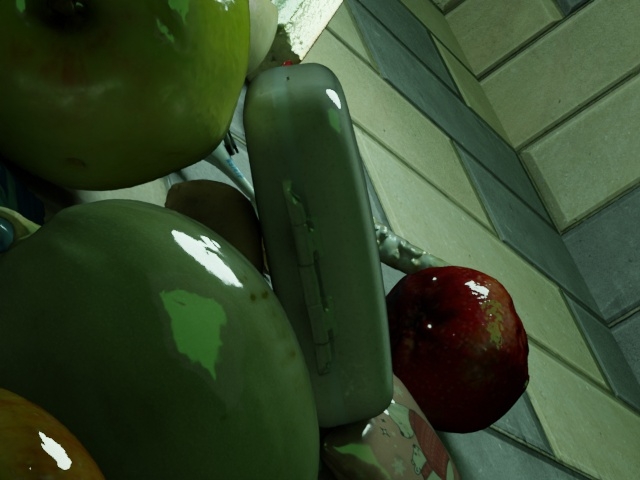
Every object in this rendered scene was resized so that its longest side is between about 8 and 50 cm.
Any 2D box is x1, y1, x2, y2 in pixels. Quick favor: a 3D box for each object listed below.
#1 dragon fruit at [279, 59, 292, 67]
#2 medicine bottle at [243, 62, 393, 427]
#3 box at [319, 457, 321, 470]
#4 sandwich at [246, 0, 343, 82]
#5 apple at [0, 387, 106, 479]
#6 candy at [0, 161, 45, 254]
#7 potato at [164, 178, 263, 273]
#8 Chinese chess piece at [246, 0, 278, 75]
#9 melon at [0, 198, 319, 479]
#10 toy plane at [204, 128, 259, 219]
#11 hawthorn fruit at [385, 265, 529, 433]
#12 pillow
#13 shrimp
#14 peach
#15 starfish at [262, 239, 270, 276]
[{"bbox_3d":[-0.061,-0.177,1.696,0.106,0.083,0.162,-46,119,-52],"label":"dragon fruit"},{"bbox_3d":[0.000,0.000,1.244,0.282,0.123,0.375,-102,180,-72],"label":"medicine bottle"},{"bbox_3d":[-0.048,0.193,1.182,0.091,0.031,0.126,22,36,-58],"label":"box"},{"bbox_3d":[-0.052,-0.357,1.784,0.108,0.220,0.186,47,21,-26],"label":"sandwich"},{"bbox_3d":[-0.197,0.193,0.582,0.235,0.210,0.173,-63,148,-34],"label":"apple"},{"bbox_3d":[-0.328,-0.054,0.873,0.331,0.077,0.187,38,19,-42],"label":"candy"},{"bbox_3d":[-0.113,-0.001,1.243,0.112,0.112,0.147,5,62,-66],"label":"potato"},{"bbox_3d":[-0.183,-0.297,1.386,0.270,0.112,0.270,29,2,-1],"label":"Chinese chess piece"},{"bbox_3d":[-0.132,0.113,0.792,0.272,0.272,0.308,-84,156,-62],"label":"melon"},{"bbox_3d":[-0.144,-0.118,1.402,0.182,0.107,0.273,20,-33,57],"label":"toy plane"},{"bbox_3d":[0.184,0.165,1.544,0.230,0.210,0.266,55,-2,46],"label":"hawthorn fruit"},{"bbox_3d":[0.094,0.267,1.318,0.223,0.084,0.236,54,23,-6],"label":"pillow"},{"bbox_3d":[0.096,0.009,1.662,0.287,0.068,0.185,34,-4,-7],"label":"shrimp"},{"bbox_3d":[-0.206,-0.199,1.083,0.314,0.281,0.315,54,11,15],"label":"peach"},{"bbox_3d":[-0.098,-0.008,1.379,0.130,0.041,0.133,61,20,20],"label":"starfish"}]
